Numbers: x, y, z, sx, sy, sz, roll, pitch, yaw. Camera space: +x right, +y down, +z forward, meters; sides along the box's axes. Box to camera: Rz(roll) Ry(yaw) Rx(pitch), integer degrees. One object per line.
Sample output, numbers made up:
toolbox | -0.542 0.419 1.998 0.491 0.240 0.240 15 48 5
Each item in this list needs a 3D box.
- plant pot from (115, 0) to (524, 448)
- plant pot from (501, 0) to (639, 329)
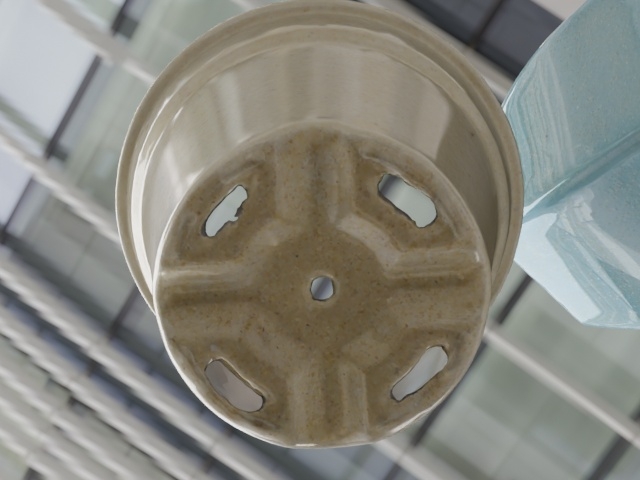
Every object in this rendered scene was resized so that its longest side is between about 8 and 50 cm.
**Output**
plant pot | 0.000 0.000 1.266 0.334 0.334 0.305 29 -169 -6
plant pot | 0.288 -0.065 1.555 0.247 0.252 0.248 41 -152 -30
